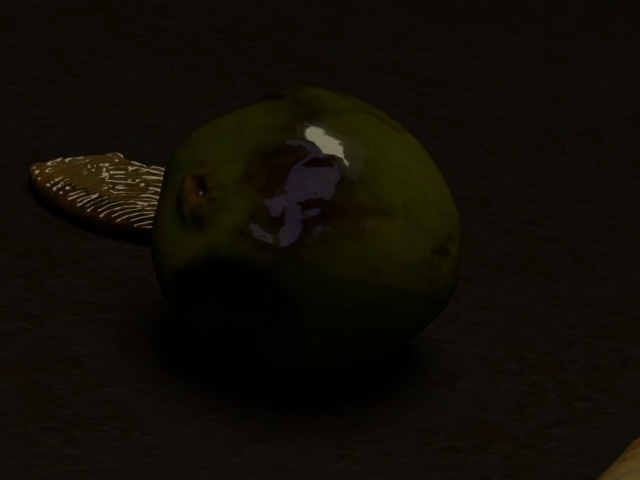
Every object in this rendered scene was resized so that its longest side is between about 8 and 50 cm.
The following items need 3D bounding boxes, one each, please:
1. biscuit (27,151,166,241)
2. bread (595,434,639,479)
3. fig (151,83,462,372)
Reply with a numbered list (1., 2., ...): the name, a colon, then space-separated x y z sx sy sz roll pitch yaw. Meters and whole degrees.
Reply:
1. biscuit: -0.163 -0.045 1.497 0.228 0.031 0.176 -2 29 -27
2. bread: 0.265 0.259 0.648 0.371 0.279 0.390 25 41 31
3. fig: 0.000 0.000 1.253 0.271 0.239 0.239 29 10 -39
